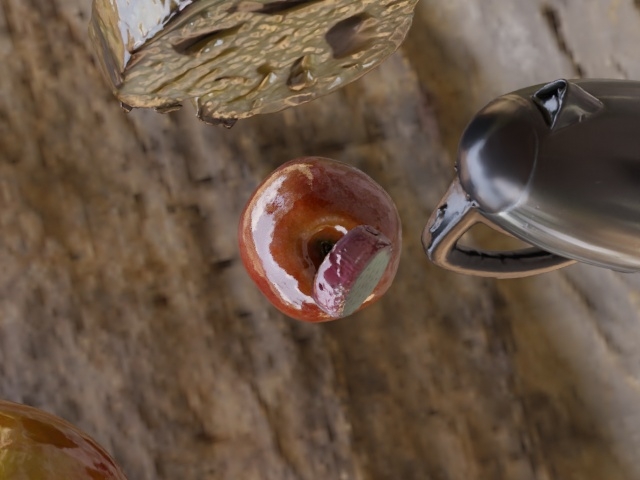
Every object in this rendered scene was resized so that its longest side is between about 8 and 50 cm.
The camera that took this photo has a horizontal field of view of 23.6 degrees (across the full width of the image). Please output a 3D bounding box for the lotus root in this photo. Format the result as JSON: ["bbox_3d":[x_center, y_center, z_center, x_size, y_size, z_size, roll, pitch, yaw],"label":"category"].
[{"bbox_3d":[-0.050,-0.243,1.615,0.390,0.375,0.111,15,-123,-64],"label":"lotus root"}]

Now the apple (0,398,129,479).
[{"bbox_3d":[-0.280,0.262,1.273,0.286,0.286,0.233,-100,-9,-46],"label":"apple"}]

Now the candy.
[{"bbox_3d":[0.033,0.033,1.595,0.043,0.103,0.103,34,168,17],"label":"candy"}]

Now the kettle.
[{"bbox_3d":[0.247,-0.075,1.602,0.251,0.271,0.207,-13,74,54],"label":"kettle"}]

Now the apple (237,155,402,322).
[{"bbox_3d":[0.000,0.000,2.029,0.201,0.218,0.218,-122,19,-79],"label":"apple"}]
